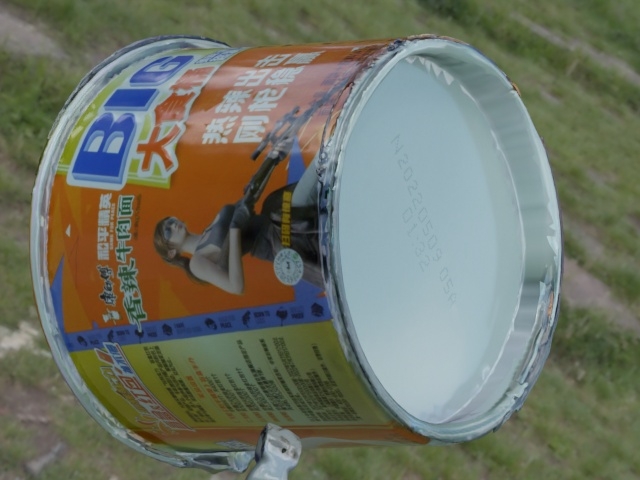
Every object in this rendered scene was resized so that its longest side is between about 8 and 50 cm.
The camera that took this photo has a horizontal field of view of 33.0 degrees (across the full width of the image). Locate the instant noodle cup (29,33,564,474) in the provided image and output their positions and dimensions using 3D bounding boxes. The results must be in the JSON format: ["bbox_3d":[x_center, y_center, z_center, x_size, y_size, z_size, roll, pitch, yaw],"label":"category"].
[{"bbox_3d":[0.000,0.000,0.660,0.214,0.296,0.296,-4,-10,43],"label":"instant noodle cup"}]

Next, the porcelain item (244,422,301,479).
[{"bbox_3d":[-0.034,0.142,0.476,0.021,0.075,0.136,27,16,-8],"label":"porcelain item"}]
